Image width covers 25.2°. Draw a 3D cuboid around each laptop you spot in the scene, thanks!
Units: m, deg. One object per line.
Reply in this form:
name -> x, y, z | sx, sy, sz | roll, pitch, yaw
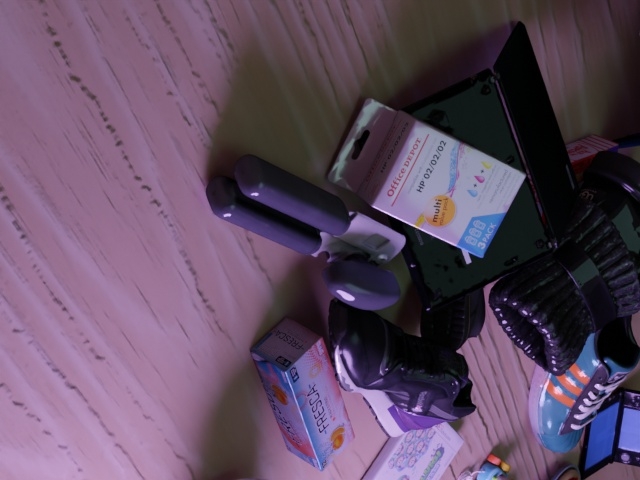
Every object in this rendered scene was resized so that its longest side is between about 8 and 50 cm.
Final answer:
laptop -> 0.178, -0.089, 1.639 | 0.264, 0.136, 0.234 | -26, 111, -8

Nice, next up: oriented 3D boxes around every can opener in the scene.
can opener -> 0.000, 0.000, 1.462 | 0.076, 0.095, 0.283 | -35, 148, 22

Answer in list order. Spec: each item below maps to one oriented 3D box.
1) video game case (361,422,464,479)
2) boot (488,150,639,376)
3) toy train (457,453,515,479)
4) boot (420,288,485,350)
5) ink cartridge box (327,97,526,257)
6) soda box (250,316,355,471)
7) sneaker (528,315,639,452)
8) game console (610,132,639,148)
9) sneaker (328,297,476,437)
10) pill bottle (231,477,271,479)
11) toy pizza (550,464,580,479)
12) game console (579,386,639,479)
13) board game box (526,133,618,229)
video game case -> 0.116, 0.296, 1.858 | 0.157, 0.019, 0.143 | -55, 142, -11
boot -> 0.379, 0.083, 1.832 | 0.348, 0.131, 0.260 | 44, 73, -26
toy train -> 0.236, 0.387, 2.035 | 0.125, 0.046, 0.166 | -30, 133, -36
boot -> 0.175, 0.034, 1.746 | 0.137, 0.077, 0.197 | -6, 111, -68
ink cartridge box -> 0.112, -0.067, 1.517 | 0.181, 0.061, 0.104 | 24, 97, -21
soda box -> -0.018, 0.173, 1.591 | 0.063, 0.058, 0.183 | -42, 138, -25
sneaker -> 0.379, 0.187, 2.021 | 0.108, 0.121, 0.302 | -23, 128, -41
game console -> 0.555, -0.226, 1.923 | 0.293, 0.173, 0.250 | -17, 128, -45
sneaker -> 0.099, 0.133, 1.628 | 0.283, 0.124, 0.107 | 51, 33, -57
pill bottle -> -0.082, 0.406, 1.577 | 0.153, 0.153, 0.264 | -19, 125, -43
toy pizza -> 0.364, 0.443, 2.206 | 0.201, 0.032, 0.201 | -38, 138, -45
game console -> 0.481, 0.315, 2.257 | 0.085, 0.124, 0.144 | -57, 154, -55
board game box -> 0.318, -0.030, 1.878 | 0.147, 0.045, 0.193 | -21, 126, -41
